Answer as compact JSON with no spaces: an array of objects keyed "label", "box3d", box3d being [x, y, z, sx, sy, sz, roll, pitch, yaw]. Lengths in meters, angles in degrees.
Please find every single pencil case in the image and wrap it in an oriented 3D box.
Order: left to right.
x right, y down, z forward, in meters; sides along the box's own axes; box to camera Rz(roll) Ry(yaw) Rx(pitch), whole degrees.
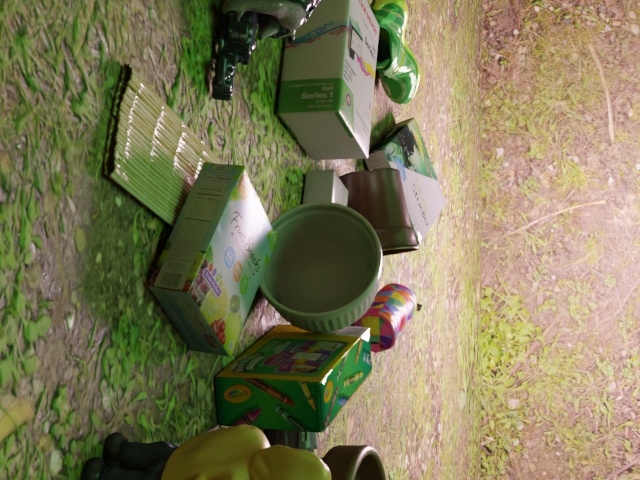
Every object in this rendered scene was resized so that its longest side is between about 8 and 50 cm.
[{"label":"pencil case","box3d":[0.145,0.169,2.331,0.236,0.104,0.104,-34,122,-67]}]

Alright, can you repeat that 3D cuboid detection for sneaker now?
[{"label":"sneaker","box3d":[0.140,-0.409,2.352,0.123,0.109,0.296,-52,146,-27]}]

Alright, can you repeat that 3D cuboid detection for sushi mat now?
[{"label":"sushi mat","box3d":[-0.197,-0.097,1.420,0.316,0.019,0.151,47,47,-64]}]

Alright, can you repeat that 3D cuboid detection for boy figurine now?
[{"label":"boy figurine","box3d":[-0.120,0.268,1.230,0.177,0.285,0.092,-58,143,-64]}]

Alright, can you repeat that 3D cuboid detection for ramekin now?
[{"label":"ramekin","box3d":[0.001,0.051,1.741,0.109,0.207,0.207,75,21,-61]}]

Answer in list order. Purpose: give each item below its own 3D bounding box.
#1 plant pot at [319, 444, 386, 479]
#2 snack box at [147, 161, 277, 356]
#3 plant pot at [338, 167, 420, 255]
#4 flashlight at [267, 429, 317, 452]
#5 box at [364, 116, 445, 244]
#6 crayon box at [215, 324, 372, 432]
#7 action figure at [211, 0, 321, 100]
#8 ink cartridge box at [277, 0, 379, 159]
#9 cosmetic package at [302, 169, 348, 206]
[{"label":"plant pot","box3d":[-0.038,0.423,1.560,0.263,0.229,0.263,0,90,-71]},{"label":"snack box","box3d":[-0.141,0.026,1.466,0.174,0.070,0.207,67,36,-53]},{"label":"plant pot","box3d":[0.105,-0.053,2.136,0.167,0.167,0.165,10,72,-71]},{"label":"flashlight","box3d":[-0.041,0.435,1.755,0.103,0.103,0.304,-10,100,-76]},{"label":"box","box3d":[0.201,-0.138,2.477,0.232,0.058,0.322,68,22,-13]},{"label":"crayon box","box3d":[-0.035,0.208,1.675,0.278,0.165,0.081,-35,124,-68]},{"label":"action figure","box3d":[-0.052,-0.365,1.566,0.330,0.178,0.341,120,-20,-75]},{"label":"ink cartridge box","box3d":[0.019,-0.310,1.919,0.201,0.117,0.278,48,44,-64]},{"label":"cosmetic package","box3d":[0.000,0.000,1.948,0.099,0.060,0.239,54,39,-64]}]
